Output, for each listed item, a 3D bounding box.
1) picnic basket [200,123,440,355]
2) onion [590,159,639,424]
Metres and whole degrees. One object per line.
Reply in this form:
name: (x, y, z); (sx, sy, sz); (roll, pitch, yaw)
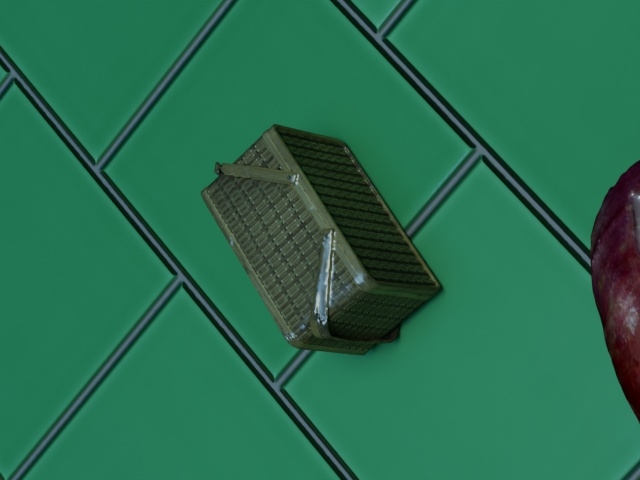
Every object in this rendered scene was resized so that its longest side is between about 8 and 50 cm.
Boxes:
picnic basket: (0.000, 0.000, 1.430); (0.079, 0.115, 0.164); (-42, 67, 23)
onion: (0.293, 0.064, 1.182); (0.272, 0.256, 0.230); (-44, 48, 45)
